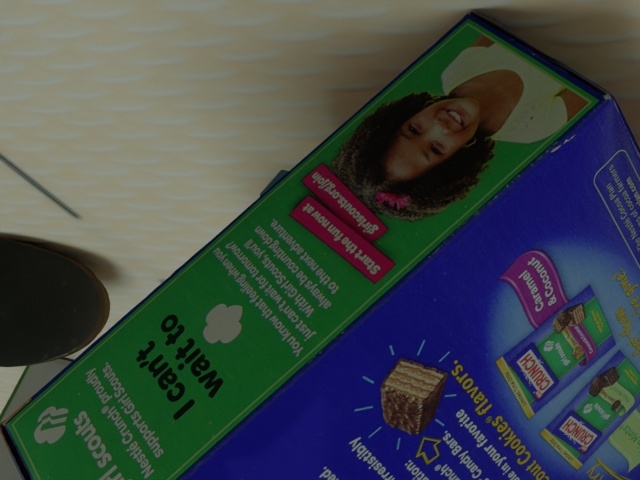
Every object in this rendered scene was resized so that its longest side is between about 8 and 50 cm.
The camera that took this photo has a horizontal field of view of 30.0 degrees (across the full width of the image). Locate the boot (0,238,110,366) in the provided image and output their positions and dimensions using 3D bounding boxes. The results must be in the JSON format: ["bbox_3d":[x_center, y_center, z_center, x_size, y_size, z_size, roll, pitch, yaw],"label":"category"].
[{"bbox_3d":[-0.292,0.062,1.103,0.305,0.112,0.115,-5,172,34],"label":"boot"}]

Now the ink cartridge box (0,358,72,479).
[{"bbox_3d":[-0.257,0.285,1.315,0.117,0.201,0.278,10,149,24],"label":"ink cartridge box"}]

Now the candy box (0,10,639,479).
[{"bbox_3d":[0.046,0.090,0.634,0.122,0.317,0.268,43,174,48],"label":"candy box"}]

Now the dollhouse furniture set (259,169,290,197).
[{"bbox_3d":[0.000,0.000,0.752,0.129,0.129,0.184,13,126,19],"label":"dollhouse furniture set"}]
